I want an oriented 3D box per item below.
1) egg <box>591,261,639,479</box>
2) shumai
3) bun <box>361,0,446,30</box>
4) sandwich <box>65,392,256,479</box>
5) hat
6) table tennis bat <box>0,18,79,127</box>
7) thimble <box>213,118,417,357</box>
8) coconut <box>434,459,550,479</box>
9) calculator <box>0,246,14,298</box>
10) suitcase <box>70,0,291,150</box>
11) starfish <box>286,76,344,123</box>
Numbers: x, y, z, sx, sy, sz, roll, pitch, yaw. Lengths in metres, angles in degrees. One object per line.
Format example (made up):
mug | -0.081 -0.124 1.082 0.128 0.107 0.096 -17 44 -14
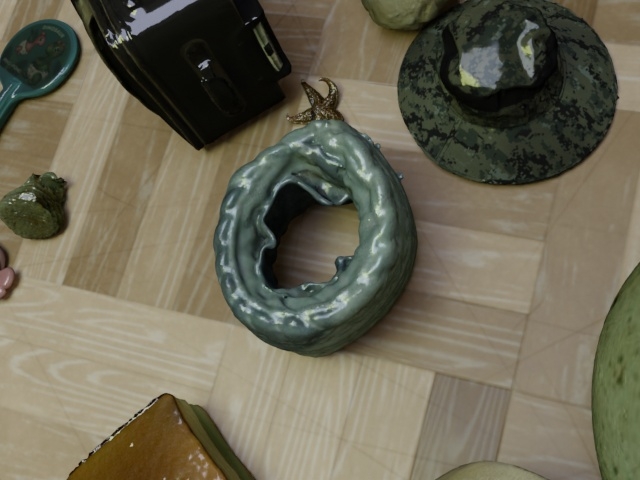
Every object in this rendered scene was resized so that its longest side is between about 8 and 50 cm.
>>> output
egg | 0.369 0.154 0.709 0.287 0.287 0.379 -9 66 15
shumai | -0.374 -0.052 1.159 0.083 0.082 0.080 9 34 -8
bun | 0.115 -0.347 1.075 0.164 0.111 0.188 -21 64 32
sandwich | -0.181 0.303 0.937 0.220 0.108 0.186 -41 64 -1
hat | 0.199 -0.195 0.980 0.265 0.128 0.266 -5 73 16
table tennis bat | -0.421 -0.229 1.247 0.124 0.033 0.201 27 77 26
thimble | 0.000 0.000 0.956 0.205 0.172 0.250 15 79 18
coconut | 0.128 0.324 0.737 0.237 0.237 0.266 32 40 25
calculator | -0.473 0.042 1.172 0.166 0.024 0.103 14 76 24
suitcase | -0.210 -0.332 1.077 0.194 0.283 0.434 -31 66 2
starfish | -0.004 -0.157 1.085 0.078 0.028 0.091 17 80 29
